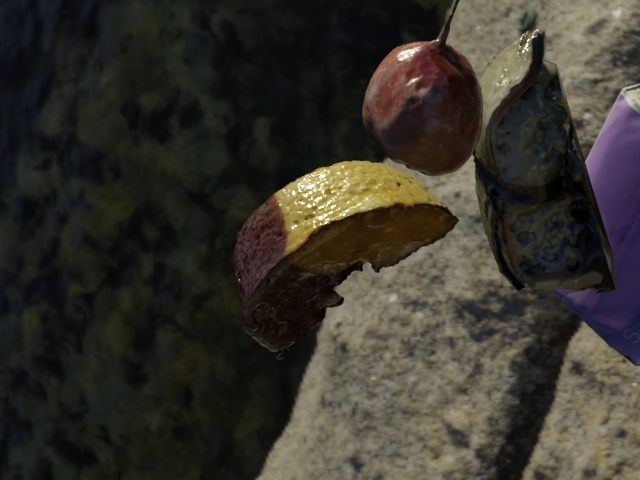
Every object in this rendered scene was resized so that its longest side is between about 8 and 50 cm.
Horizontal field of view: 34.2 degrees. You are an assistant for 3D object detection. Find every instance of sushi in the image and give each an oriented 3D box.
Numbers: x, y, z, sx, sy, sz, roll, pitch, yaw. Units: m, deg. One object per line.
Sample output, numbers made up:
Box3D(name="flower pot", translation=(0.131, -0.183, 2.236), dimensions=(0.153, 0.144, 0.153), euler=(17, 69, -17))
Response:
Box3D(name="sushi", translation=(0.181, -0.067, 0.935), dimensions=(0.109, 0.273, 0.134), euler=(-16, 48, 15))

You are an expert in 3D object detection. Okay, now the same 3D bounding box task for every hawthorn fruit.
Box3D(name="hawthorn fruit", translation=(0.060, -0.086, 0.552), dimensions=(0.067, 0.067, 0.103), euler=(42, 131, 38))

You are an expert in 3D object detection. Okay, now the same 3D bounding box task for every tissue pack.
Box3D(name="tissue pack", translation=(0.476, -0.028, 1.473), dimensions=(0.242, 0.160, 0.338), euler=(46, 135, 33))

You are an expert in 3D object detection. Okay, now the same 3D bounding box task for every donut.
Box3D(name="donut", translation=(0.002, 0.000, 0.920), dimensions=(0.217, 0.141, 0.085), euler=(-34, 57, 13))
